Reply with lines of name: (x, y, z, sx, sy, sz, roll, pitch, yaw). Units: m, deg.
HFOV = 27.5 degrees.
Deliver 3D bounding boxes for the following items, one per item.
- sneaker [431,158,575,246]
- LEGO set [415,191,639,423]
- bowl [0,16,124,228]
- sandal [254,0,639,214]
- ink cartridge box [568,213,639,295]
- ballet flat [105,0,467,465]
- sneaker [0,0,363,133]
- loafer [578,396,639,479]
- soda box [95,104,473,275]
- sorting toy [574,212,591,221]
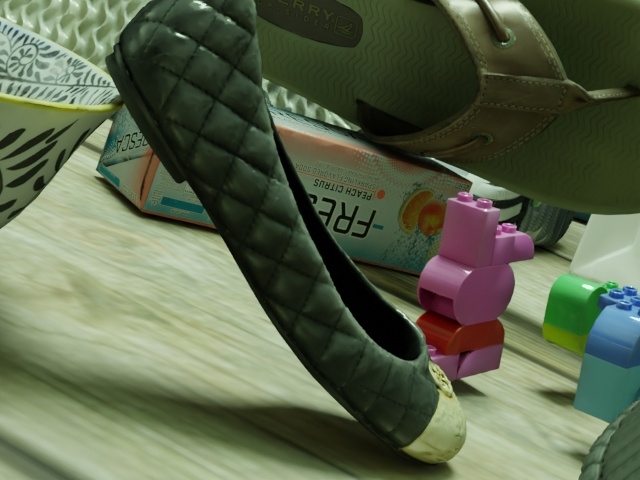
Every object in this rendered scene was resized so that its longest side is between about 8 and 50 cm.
sneaker: (0.102, -0.053, 0.903, 0.132, 0.086, 0.229, 23, 13, 23)
LEGO set: (0.142, 0.008, 0.541, 0.227, 0.093, 0.087, -7, 21, -45)
bowl: (-0.149, -0.034, 0.381, 0.170, 0.080, 0.170, 20, 12, -4)
sandal: (0.060, -0.082, 0.648, 0.303, 0.120, 0.086, 17, 27, 15)
ink cartridge box: (0.241, -0.026, 0.935, 0.067, 0.115, 0.198, 23, 12, 15)
ballet flat: (0.000, 0.000, 0.396, 0.173, 0.049, 0.057, 56, 6, -18)
sneaker: (-0.090, -0.120, 0.860, 0.293, 0.102, 0.146, 20, -1, 10)
loafer: (0.127, 0.088, 0.338, 0.087, 0.094, 0.251, 45, 21, -3)
soda box: (-0.015, -0.032, 0.659, 0.183, 0.058, 0.063, 14, 14, -35)
sorting toy: (0.243, -0.046, 1.248, 0.208, 0.038, 0.193, 12, 14, -19)
